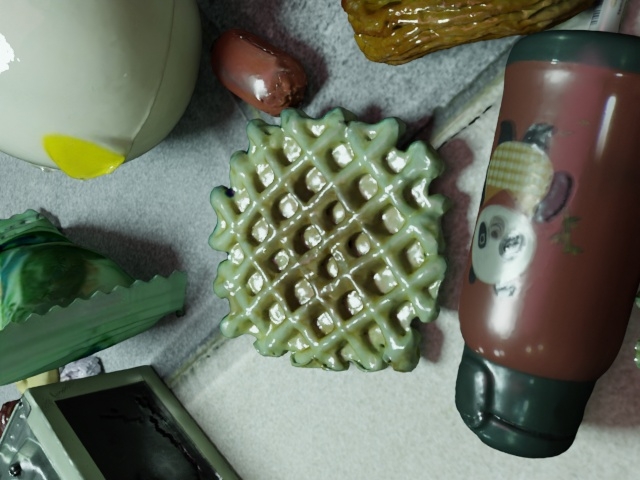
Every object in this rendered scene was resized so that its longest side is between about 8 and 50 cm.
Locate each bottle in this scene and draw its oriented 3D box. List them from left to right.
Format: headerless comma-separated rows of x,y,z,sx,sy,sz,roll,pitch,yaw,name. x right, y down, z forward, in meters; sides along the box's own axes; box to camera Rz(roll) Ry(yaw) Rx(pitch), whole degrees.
0.197,0.012,0.528,0.143,0.144,0.337,15,100,33,bottle

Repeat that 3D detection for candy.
-0.408,0.052,0.866,0.397,0.262,0.172,25,116,31,candy

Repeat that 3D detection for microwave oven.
-0.250,0.378,0.784,0.355,0.218,0.286,42,111,27,microwave oven

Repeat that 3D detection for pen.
0.271,-0.274,0.544,0.028,0.028,0.239,21,102,33,pen

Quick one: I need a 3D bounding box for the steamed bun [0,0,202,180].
-0.319,-0.250,0.781,0.373,0.333,0.334,19,100,38,steamed bun

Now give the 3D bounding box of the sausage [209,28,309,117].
-0.076,-0.199,0.755,0.141,0.076,0.076,39,111,27,sausage

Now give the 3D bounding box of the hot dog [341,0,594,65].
0.126,-0.258,0.580,0.258,0.114,0.175,-2,85,39,hot dog

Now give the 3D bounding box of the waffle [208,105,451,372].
0.000,0.000,0.708,0.309,0.056,0.292,6,94,33,waffle

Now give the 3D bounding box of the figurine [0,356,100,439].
-0.425,0.245,0.965,0.174,0.115,0.240,-11,83,33,figurine

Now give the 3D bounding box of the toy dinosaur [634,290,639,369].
0.369,0.068,0.404,0.300,0.087,0.448,-5,65,38,toy dinosaur
